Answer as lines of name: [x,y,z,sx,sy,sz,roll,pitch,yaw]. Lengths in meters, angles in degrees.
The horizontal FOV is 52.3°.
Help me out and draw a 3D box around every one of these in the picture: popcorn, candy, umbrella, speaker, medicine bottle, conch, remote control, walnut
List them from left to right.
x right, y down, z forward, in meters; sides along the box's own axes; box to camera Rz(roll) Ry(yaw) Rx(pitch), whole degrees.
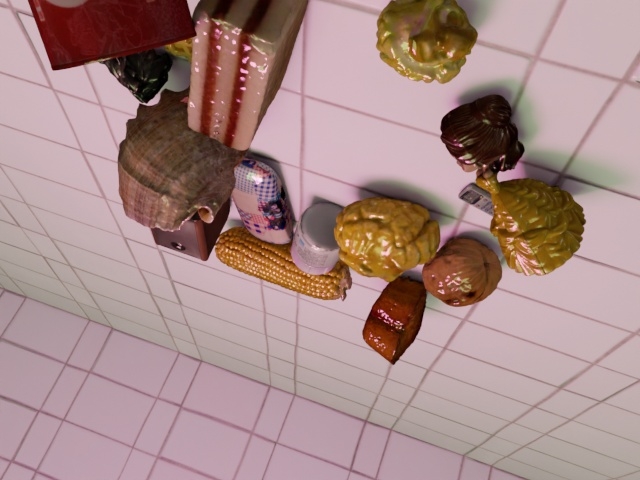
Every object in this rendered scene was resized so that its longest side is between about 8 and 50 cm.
umbrella: [-0.417,-0.377,1.241,0.272,0.122,0.110,34,113,-11]
conch: [-0.280,-0.176,1.259,0.297,0.352,0.210,-24,119,10]
speaker: [-0.325,-0.081,1.616,0.153,0.192,0.231,19,154,4]
candy: [-0.122,-0.306,1.066,0.135,0.179,0.320,24,153,-2]
medicine bottle: [0.000,0.000,1.592,0.135,0.135,0.168,22,153,1]
popcorn: [0.145,-0.012,1.448,0.200,0.226,0.203,60,-171,-3]
popcorn: [0.151,-0.296,0.950,0.145,0.125,0.126,42,164,3]
walnut: [0.317,0.075,1.485,0.155,0.155,0.184,32,146,-20]
remote control: [0.343,-0.075,1.326,0.125,0.017,0.053,27,152,-11]

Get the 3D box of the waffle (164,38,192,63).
waffle: [-0.291,-0.373,1.239,0.191,0.032,0.125,13,154,21]

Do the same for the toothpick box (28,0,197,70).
toothpick box: [-0.300,-0.406,0.832,0.204,0.204,0.333,2,116,34]

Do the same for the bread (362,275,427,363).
bread: [0.205,0.205,1.736,0.135,0.232,0.247,28,178,11]

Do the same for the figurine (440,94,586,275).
figurine: [0.316,-0.107,1.147,0.315,0.187,0.168,45,150,-24]

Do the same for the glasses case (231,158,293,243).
glasses case: [-0.144,-0.089,1.595,0.125,0.076,0.327,12,151,15]

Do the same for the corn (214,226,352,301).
corn: [-0.096,0.057,1.771,0.388,0.143,0.144,20,154,15]
